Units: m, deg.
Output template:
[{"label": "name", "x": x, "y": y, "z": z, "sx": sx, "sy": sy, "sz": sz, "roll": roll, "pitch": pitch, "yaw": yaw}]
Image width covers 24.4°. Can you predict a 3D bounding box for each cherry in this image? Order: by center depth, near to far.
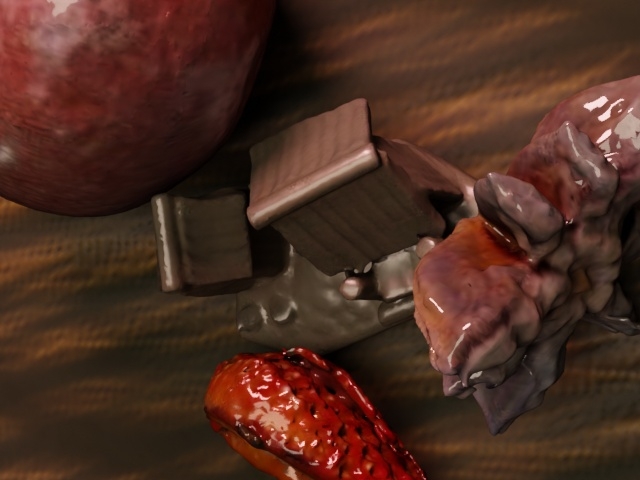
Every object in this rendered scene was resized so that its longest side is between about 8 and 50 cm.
[{"label": "cherry", "x": -0.136, "y": -0.142, "z": 0.917, "sx": 0.221, "sy": 0.307, "sz": 0.261, "roll": 12, "pitch": 91, "yaw": -15}]

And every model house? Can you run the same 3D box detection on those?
[{"label": "model house", "x": 0.001, "y": -0.006, "z": 0.931, "sx": 0.229, "sy": 0.188, "sz": 0.122, "roll": -21, "pitch": 73, "yaw": 23}]

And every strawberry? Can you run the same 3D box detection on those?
[{"label": "strawberry", "x": 0.008, "y": 0.137, "z": 0.989, "sx": 0.188, "sy": 0.121, "sz": 0.082, "roll": 34, "pitch": 73, "yaw": -1}]

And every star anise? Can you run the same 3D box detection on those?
[{"label": "star anise", "x": 0.130, "y": 0.015, "z": 0.853, "sx": 0.093, "sy": 0.236, "sz": 0.229, "roll": 29, "pitch": 122, "yaw": 31}]
